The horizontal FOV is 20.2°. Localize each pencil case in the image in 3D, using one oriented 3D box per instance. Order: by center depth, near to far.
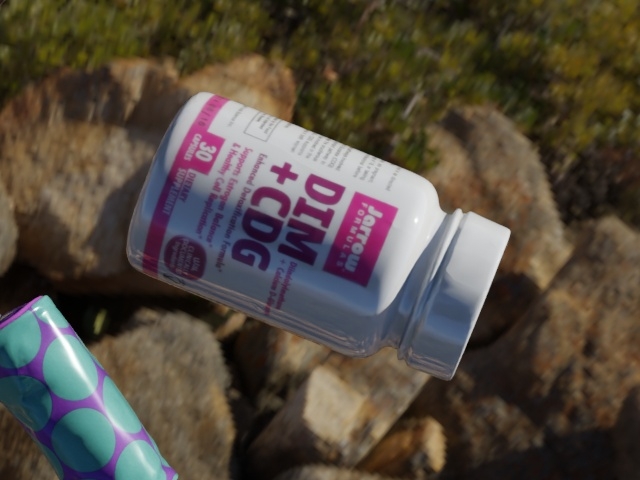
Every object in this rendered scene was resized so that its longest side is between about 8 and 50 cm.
[{"bbox_3d":[-0.151,0.106,1.069,0.070,0.064,0.152,-35,104,-1],"label":"pencil case"}]

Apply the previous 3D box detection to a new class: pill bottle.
[{"bbox_3d":[0.000,0.000,1.464,0.283,0.160,0.160,22,60,5],"label":"pill bottle"}]

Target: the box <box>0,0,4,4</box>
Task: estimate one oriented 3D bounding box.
[{"bbox_3d":[-0.299,-0.289,1.392,0.191,0.381,0.143,-5,75,-37],"label":"box"}]
